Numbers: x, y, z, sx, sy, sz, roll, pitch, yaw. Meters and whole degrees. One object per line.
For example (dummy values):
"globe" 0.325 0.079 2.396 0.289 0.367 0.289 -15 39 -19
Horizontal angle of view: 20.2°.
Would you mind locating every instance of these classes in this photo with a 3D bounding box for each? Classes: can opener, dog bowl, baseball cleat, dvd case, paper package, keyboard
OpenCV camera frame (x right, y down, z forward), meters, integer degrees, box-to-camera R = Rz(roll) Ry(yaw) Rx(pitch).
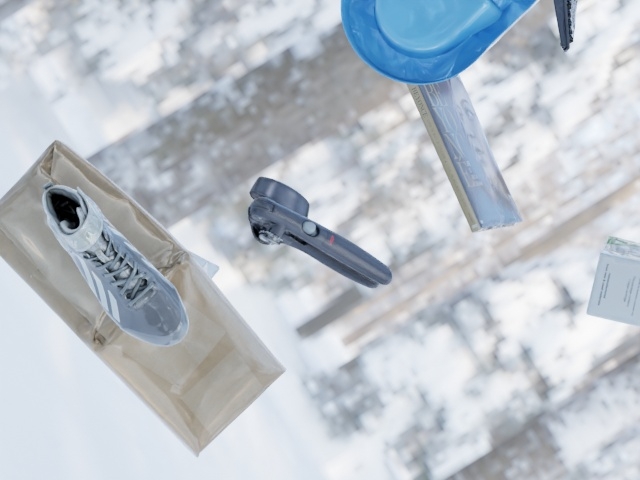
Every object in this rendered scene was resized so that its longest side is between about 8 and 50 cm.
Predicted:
"can opener" 0.000 0.000 1.943 0.186 0.073 0.059 32 -15 -15
"dog bowl" 0.156 -0.283 1.862 0.166 0.297 0.074 46 3 12
"baseball cleat" -0.217 0.025 1.824 0.206 0.072 0.109 44 -4 12
"dvd case" 0.173 -0.117 2.184 0.164 0.018 0.221 -9 74 -66
"paper package" -0.239 0.074 2.276 0.309 0.168 0.325 40 -9 38
"keyboard" 0.276 -0.291 2.024 0.180 0.023 0.108 -71 150 -63

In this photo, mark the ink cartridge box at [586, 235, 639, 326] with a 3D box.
"ink cartridge box" 0.457 0.066 2.307 0.153 0.208 0.087 -35 137 -75

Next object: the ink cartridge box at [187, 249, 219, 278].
"ink cartridge box" -0.234 0.061 2.597 0.104 0.181 0.062 26 -35 17
